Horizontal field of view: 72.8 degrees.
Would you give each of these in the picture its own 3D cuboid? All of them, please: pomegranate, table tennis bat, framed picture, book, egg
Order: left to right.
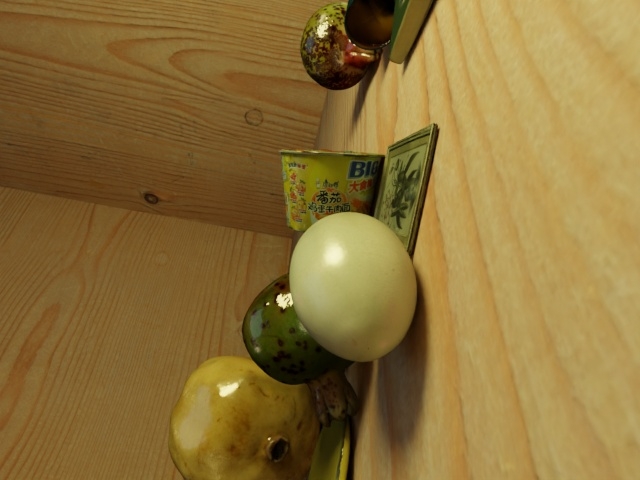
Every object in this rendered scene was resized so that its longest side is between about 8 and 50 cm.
[{"bbox_3d":[-0.156,0.401,0.950,0.332,0.333,0.332,-170,90,-84],"label":"pomegranate"},{"bbox_3d":[-0.014,0.165,0.688,0.202,0.202,0.247,116,137,-68],"label":"pomegranate"},{"bbox_3d":[0.016,0.382,0.655,0.368,0.054,0.223,127,159,-82],"label":"table tennis bat"},{"bbox_3d":[0.067,-0.493,1.125,0.248,0.214,0.214,35,121,41],"label":"pomegranate"},{"bbox_3d":[0.038,0.053,0.520,0.209,0.151,0.151,-98,19,-55],"label":"egg"},{"bbox_3d":[0.117,-0.073,0.656,0.231,0.010,0.172,-144,65,-83],"label":"framed picture"},{"bbox_3d":[0.179,-0.531,0.737,0.260,0.043,0.370,108,171,-65],"label":"book"}]

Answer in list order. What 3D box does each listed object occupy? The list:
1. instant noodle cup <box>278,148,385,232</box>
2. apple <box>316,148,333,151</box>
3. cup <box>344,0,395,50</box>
[{"bbox_3d":[0.020,-0.097,0.832,0.205,0.205,0.152,-104,15,-75],"label":"instant noodle cup"},{"bbox_3d":[0.007,-0.210,1.323,0.146,0.147,0.146,-170,90,-84],"label":"apple"},{"bbox_3d":[0.122,-0.498,0.922,0.150,0.114,0.138,-39,28,32],"label":"cup"}]
